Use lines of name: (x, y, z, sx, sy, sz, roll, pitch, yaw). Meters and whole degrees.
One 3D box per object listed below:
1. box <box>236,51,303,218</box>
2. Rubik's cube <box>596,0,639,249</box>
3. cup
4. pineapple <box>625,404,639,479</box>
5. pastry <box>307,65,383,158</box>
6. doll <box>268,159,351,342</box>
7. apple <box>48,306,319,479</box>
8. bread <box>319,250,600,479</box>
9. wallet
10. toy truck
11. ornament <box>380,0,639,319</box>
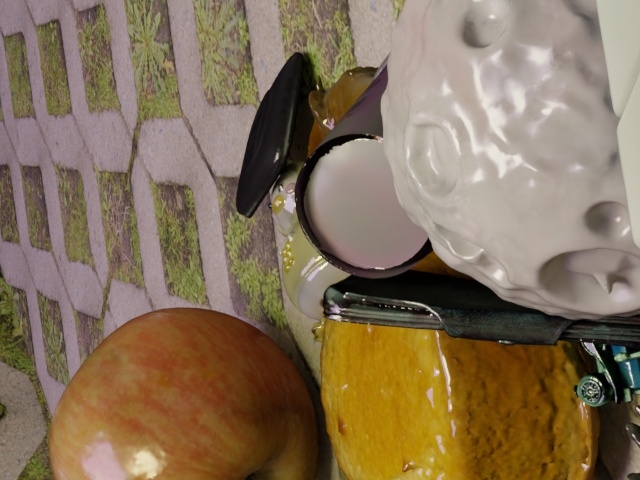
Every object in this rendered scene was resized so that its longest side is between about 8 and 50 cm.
box: (-0.069, -0.147, 1.852, 0.201, 0.042, 0.212, 124, 159, -55)
Rubik's cube: (0.359, -0.173, 0.719, 0.319, 0.316, 0.321, -14, 85, 64)
cup: (0.090, -0.076, 1.276, 0.203, 0.288, 0.203, 8, 112, 20)
pineapple: (0.304, 0.306, 1.178, 0.169, 0.169, 0.340, 19, 106, 62)
pastry: (0.064, -0.080, 1.579, 0.257, 0.121, 0.235, 61, 147, 37)
doll: (-0.011, 0.000, 1.762, 0.296, 0.117, 0.141, 61, 142, 37)
apple: (-0.188, 0.291, 1.915, 0.346, 0.391, 0.391, 28, 125, 33)
bread: (0.133, 0.154, 1.412, 0.358, 0.204, 0.336, 130, 133, -60)
wallet: (0.169, 0.064, 1.157, 0.172, 0.318, 0.045, -13, -72, -73)
toy truck: (0.277, 0.075, 1.243, 0.078, 0.080, 0.154, -14, 83, 43)
ornament: (0.211, -0.094, 1.015, 0.337, 0.337, 0.337, 28, 122, 59)
